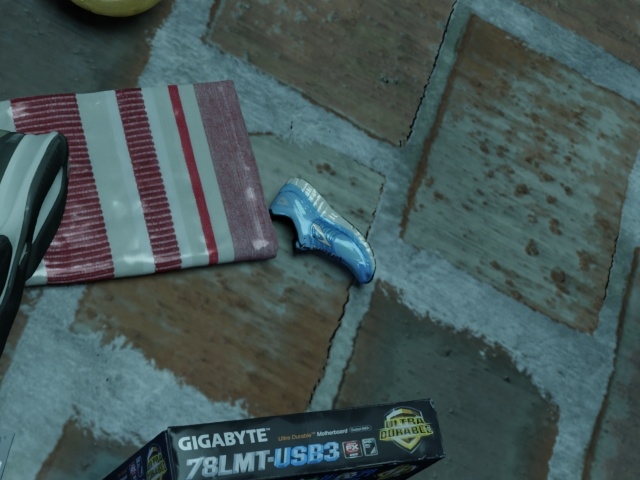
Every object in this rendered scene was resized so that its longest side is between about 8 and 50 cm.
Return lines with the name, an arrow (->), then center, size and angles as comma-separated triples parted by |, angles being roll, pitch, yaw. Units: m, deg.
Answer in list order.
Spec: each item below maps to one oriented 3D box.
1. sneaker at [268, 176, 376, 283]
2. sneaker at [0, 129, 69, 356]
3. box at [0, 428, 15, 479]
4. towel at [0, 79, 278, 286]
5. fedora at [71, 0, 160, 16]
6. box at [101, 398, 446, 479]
sneaker -> 0.000, 0.000, 1.899 | 0.162, 0.063, 0.073 | 43, 74, 5
sneaker -> -0.442, 0.019, 1.577 | 0.258, 0.169, 0.447 | 11, 36, 4
box -> -0.392, 0.227, 1.553 | 0.126, 0.137, 0.072 | 19, 61, -16
towel -> -0.228, -0.069, 1.833 | 0.329, 0.037, 0.237 | -7, 72, -25
fedora -> -0.270, -0.359, 1.924 | 0.194, 0.079, 0.194 | 7, 70, -21
box -> -0.064, 0.248, 1.601 | 0.293, 0.295, 0.073 | -4, 71, -25
